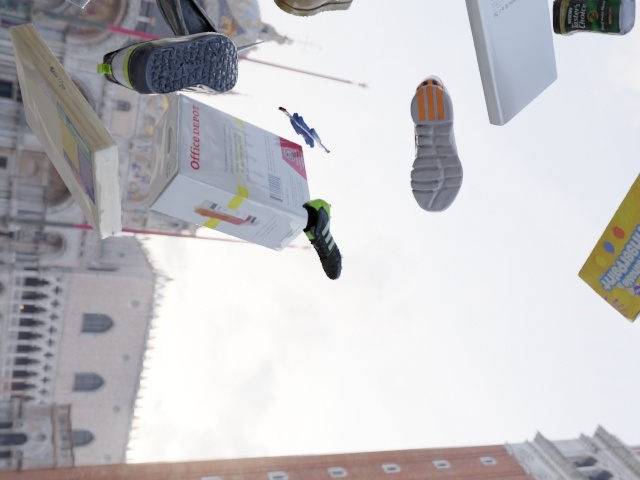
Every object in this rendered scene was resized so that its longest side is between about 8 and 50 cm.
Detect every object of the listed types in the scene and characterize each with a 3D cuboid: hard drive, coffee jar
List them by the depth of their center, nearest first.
[{"bbox_3d":[0.368,-0.404,1.268,0.040,0.203,0.307,23,-36,46],"label":"hard drive"},{"bbox_3d":[0.635,-0.530,1.559,0.184,0.079,0.096,19,-52,49],"label":"coffee jar"}]

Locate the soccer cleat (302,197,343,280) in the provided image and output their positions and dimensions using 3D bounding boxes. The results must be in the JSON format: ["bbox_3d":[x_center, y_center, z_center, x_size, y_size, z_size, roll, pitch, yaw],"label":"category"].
[{"bbox_3d":[0.000,0.000,1.401,0.060,0.072,0.178,-13,-91,45],"label":"soccer cleat"}]

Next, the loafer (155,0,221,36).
[{"bbox_3d":[-0.258,-0.434,1.443,0.096,0.267,0.084,-47,-139,-14],"label":"loafer"}]

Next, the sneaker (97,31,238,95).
[{"bbox_3d":[-0.204,-0.245,0.909,0.097,0.235,0.084,11,-73,26],"label":"sneaker"}]

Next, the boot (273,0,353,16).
[{"bbox_3d":[0.024,-0.639,1.463,0.089,0.236,0.269,48,-41,20],"label":"boot"}]

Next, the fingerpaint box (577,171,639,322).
[{"bbox_3d":[0.745,-0.087,1.299,0.163,0.371,0.444,48,-20,26],"label":"fingerpaint box"}]

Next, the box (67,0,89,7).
[{"bbox_3d":[-0.439,-0.525,1.242,0.126,0.072,0.137,5,-106,58],"label":"box"}]

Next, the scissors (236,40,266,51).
[{"bbox_3d":[-0.252,-0.478,1.719,0.021,0.297,0.109,46,-57,10],"label":"scissors"}]

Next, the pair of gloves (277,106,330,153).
[{"bbox_3d":[-0.047,-0.311,1.888,0.023,0.159,0.198,-45,-148,-3],"label":"pair of gloves"}]

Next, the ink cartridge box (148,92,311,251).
[{"bbox_3d":[-0.228,-0.168,1.691,0.160,0.385,0.279,-41,-137,37],"label":"ink cartridge box"}]

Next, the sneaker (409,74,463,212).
[{"bbox_3d":[0.278,-0.236,1.573,0.180,0.125,0.321,-68,158,-58],"label":"sneaker"}]

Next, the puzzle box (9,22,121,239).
[{"bbox_3d":[-0.541,-0.230,1.417,0.409,0.052,0.272,51,-33,23],"label":"puzzle box"}]
